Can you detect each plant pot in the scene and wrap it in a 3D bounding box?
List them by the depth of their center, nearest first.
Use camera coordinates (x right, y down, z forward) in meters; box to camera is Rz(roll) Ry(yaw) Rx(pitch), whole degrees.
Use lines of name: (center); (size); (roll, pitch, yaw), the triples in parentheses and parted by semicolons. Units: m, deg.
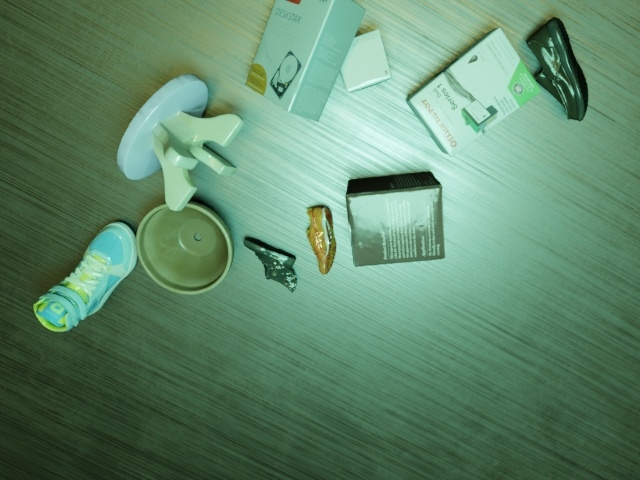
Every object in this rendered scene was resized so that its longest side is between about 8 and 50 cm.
plant pot: (-0.325, 0.006, 1.105); (0.237, 0.110, 0.238); (2, 109, 4)

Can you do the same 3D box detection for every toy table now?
toy table: (-0.303, -0.207, 0.977); (0.161, 0.252, 0.274); (42, 114, 9)

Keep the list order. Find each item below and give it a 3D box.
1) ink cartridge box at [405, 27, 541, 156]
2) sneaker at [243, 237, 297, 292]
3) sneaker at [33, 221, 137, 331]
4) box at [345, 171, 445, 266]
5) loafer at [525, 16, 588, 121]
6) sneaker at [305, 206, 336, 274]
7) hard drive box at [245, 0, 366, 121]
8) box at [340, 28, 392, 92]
ink cartridge box: (0.317, -0.308, 0.941); (0.219, 0.092, 0.160); (-38, 101, 16)
sneaker: (-0.130, 0.063, 1.136); (0.170, 0.051, 0.089); (22, 105, -6)
sneaker: (-0.595, 0.107, 1.115); (0.127, 0.208, 0.319); (33, 108, -5)
box: (0.168, -0.053, 1.004); (0.203, 0.167, 0.169); (-5, 109, 7)
loafer: (0.498, -0.349, 0.928); (0.078, 0.080, 0.220); (-14, 112, 45)
sneaker: (0.000, 0.000, 1.106); (0.067, 0.064, 0.175); (2, 105, 26)
hard drive box: (-0.039, -0.390, 0.901); (0.181, 0.089, 0.232); (41, 114, 38)
box: (0.091, -0.379, 0.942); (0.101, 0.087, 0.102); (-16, 107, 11)
